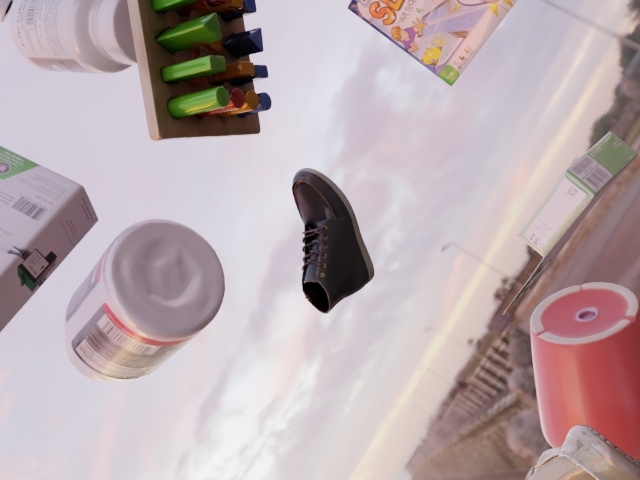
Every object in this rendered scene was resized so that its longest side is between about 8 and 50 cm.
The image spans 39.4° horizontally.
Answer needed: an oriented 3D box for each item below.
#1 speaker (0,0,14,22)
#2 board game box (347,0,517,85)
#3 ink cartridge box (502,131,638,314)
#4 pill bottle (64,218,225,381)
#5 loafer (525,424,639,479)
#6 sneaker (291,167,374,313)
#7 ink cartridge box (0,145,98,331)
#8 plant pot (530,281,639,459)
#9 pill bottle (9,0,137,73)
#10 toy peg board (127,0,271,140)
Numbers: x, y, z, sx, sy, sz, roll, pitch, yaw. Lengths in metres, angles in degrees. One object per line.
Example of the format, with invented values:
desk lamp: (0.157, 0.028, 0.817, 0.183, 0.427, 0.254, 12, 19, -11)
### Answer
speaker: (-0.555, -0.401, 1.419, 0.055, 0.136, 0.055, -56, 17, 28)
board game box: (0.121, -0.252, 0.838, 0.035, 0.136, 0.201, -52, -1, -33)
ink cartridge box: (0.322, -0.023, 1.222, 0.171, 0.056, 0.235, -34, -19, -46)
pill bottle: (-0.279, 0.108, 1.335, 0.176, 0.176, 0.318, -48, 5, -37)
loafer: (0.285, 0.280, 0.997, 0.092, 0.102, 0.268, -49, -16, -16)
sneaker: (0.000, 0.000, 1.423, 0.083, 0.222, 0.118, -14, 19, 47)
ink cartridge box: (-0.443, -0.004, 1.231, 0.219, 0.160, 0.093, -54, -23, -27)
plant pot: (0.510, 0.229, 1.643, 0.275, 0.274, 0.243, -46, -56, -44)
pill bottle: (-0.316, -0.298, 1.241, 0.131, 0.229, 0.131, -15, -70, -48)
toy peg board: (-0.102, -0.190, 0.910, 0.160, 0.079, 0.161, -13, -85, -54)
